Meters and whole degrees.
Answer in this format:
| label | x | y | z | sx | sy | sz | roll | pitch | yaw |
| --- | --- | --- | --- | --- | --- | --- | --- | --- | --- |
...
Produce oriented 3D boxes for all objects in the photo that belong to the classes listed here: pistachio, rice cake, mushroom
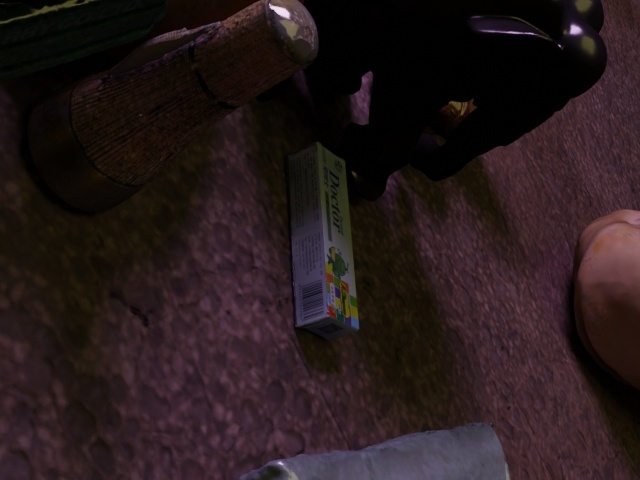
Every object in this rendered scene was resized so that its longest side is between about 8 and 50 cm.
| label | x | y | z | sx | sy | sz | roll | pitch | yaw |
| --- | --- | --- | --- | --- | --- | --- | --- | --- | --- |
| pistachio | 0.426 | 0.083 | 1.266 | 0.309 | 0.229 | 0.230 | 51 | 35 | -29 |
| rice cake | 0.057 | 0.184 | 0.791 | 0.336 | 0.063 | 0.066 | 6 | 65 | -53 |
| mushroom | 0.112 | -0.146 | 1.056 | 0.126 | 0.085 | 0.109 | 31 | 48 | -22 |

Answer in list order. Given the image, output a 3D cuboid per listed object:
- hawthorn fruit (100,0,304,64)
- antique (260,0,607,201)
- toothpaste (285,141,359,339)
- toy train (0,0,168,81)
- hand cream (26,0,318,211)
| label | x | y | z | sx | sy | sz | roll | pitch | yaw |
| --- | --- | --- | --- | --- | --- | --- | --- | --- | --- |
| hawthorn fruit | -0.092 | -0.200 | 0.734 | 0.251 | 0.199 | 0.199 | 54 | 19 | -78 |
| antique | 0.078 | -0.193 | 0.875 | 0.322 | 0.255 | 0.185 | 46 | 36 | -26 |
| toothpaste | 0.000 | 0.000 | 0.853 | 0.046 | 0.034 | 0.164 | 31 | 47 | -47 |
| toy train | -0.194 | -0.146 | 0.475 | 0.330 | 0.178 | 0.139 | -25 | 92 | -35 |
| hand cream | -0.086 | -0.086 | 0.626 | 0.084 | 0.203 | 0.084 | 31 | 48 | -42 |
